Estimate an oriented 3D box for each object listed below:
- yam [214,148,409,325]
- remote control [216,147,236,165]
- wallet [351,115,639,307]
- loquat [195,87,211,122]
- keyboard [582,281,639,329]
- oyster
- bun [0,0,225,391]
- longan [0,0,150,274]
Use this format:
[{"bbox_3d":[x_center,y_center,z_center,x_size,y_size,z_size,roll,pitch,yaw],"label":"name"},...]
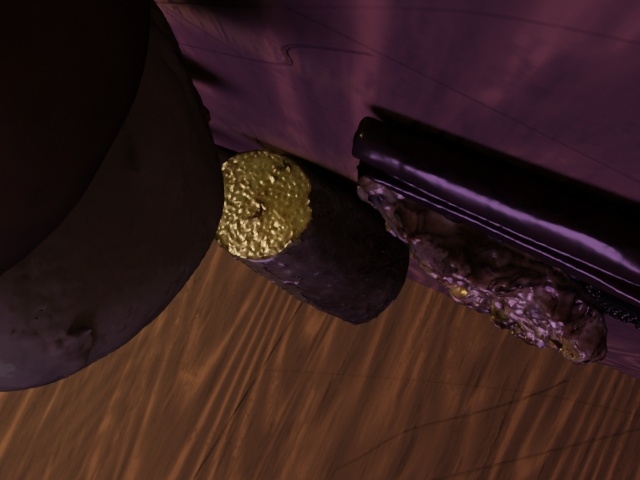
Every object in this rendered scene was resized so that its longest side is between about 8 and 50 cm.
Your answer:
[{"bbox_3d":[0.000,0.000,1.330,0.154,0.154,0.254,22,173,40],"label":"yam"},{"bbox_3d":[-0.082,-0.081,1.552,0.233,0.038,0.098,23,177,32],"label":"remote control"},{"bbox_3d":[0.139,-0.014,0.803,0.229,0.049,0.182,25,-179,20],"label":"wallet"},{"bbox_3d":[-0.166,-0.091,0.958,0.163,0.137,0.163,1,-164,0],"label":"loquat"},{"bbox_3d":[0.255,0.044,1.199,0.231,0.023,0.072,25,175,-17],"label":"keyboard"},{"bbox_3d":[0.133,0.013,0.999,0.260,0.092,0.198,26,174,18],"label":"oyster"},{"bbox_3d":[-0.177,-0.080,0.584,0.293,0.187,0.293,17,-144,-13],"label":"bun"},{"bbox_3d":[-0.154,-0.075,0.385,0.196,0.220,0.196,-1,-154,0],"label":"longan"}]
